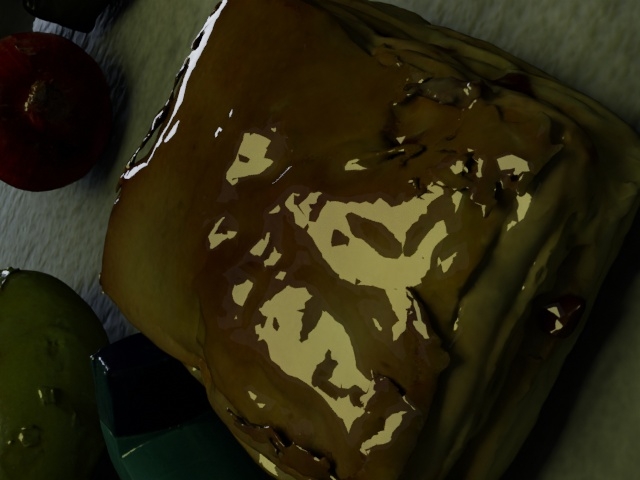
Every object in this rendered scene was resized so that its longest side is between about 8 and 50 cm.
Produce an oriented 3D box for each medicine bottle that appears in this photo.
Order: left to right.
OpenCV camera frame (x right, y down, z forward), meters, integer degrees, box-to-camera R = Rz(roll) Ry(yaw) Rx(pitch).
[{"bbox_3d":[-0.065,0.169,0.998,0.258,0.079,0.124,51,150,46],"label":"medicine bottle"}]

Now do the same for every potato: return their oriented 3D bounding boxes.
[{"bbox_3d":[-0.241,0.143,1.207,0.186,0.148,0.253,-36,54,48],"label":"potato"}]

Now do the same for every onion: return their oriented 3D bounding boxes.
[{"bbox_3d":[-0.231,-0.105,1.282,0.131,0.131,0.131,-20,65,51],"label":"onion"}]

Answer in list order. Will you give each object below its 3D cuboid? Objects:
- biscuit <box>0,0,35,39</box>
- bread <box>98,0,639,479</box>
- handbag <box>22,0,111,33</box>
[{"bbox_3d":[-0.309,-0.174,1.321,0.084,0.281,0.179,23,101,13],"label":"biscuit"},{"bbox_3d":[0.000,0.000,0.887,0.324,0.167,0.277,44,117,52],"label":"bread"},{"bbox_3d":[-0.180,-0.320,1.307,0.223,0.080,0.247,-38,52,43],"label":"handbag"}]
